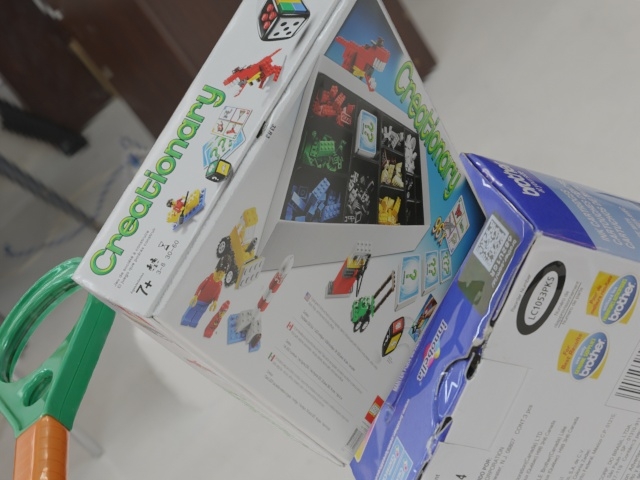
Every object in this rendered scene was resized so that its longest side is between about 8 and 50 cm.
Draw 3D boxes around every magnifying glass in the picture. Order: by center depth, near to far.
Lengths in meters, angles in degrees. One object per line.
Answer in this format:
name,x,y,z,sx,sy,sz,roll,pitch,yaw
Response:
magnifying glass,-0.143,0.087,0.693,0.092,0.026,0.231,-38,28,15

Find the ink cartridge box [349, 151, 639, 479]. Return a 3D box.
ink cartridge box,0.193,0.105,1.003,0.270,0.395,0.151,-68,24,20

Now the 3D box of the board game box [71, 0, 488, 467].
board game box,0.000,0.000,0.730,0.053,0.305,0.193,25,78,26
